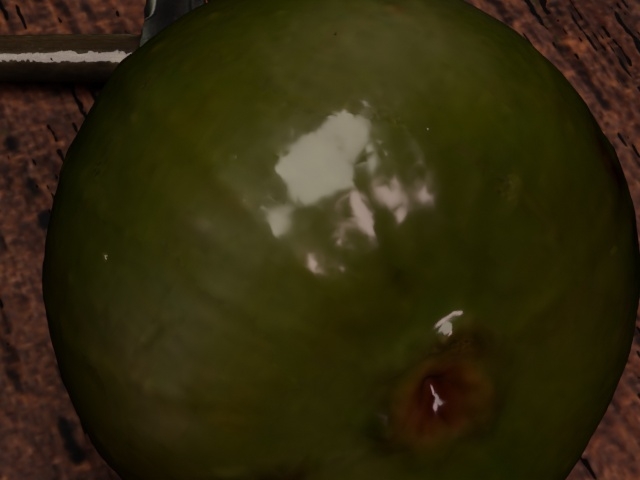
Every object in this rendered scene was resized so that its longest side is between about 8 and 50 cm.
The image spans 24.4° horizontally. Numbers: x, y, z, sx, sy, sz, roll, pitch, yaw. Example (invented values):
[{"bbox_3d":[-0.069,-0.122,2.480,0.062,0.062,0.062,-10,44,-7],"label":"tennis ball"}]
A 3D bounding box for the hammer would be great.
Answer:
[{"bbox_3d":[-0.253,-0.113,0.945,0.365,0.043,0.111,0,59,-2],"label":"hammer"}]

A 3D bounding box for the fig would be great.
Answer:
[{"bbox_3d":[0.000,0.000,0.759,0.316,0.316,0.316,2,58,-3],"label":"fig"}]
